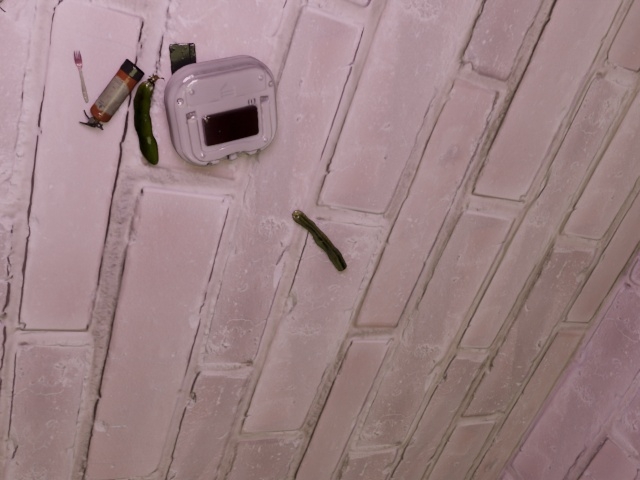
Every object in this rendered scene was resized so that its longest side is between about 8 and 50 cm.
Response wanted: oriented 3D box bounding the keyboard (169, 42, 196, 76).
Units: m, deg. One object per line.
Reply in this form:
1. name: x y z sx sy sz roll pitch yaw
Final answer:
1. keyboard: -0.307 -0.350 1.307 0.060 0.018 0.196 -6 123 -15

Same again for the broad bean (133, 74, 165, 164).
1. broad bean: -0.389 -0.270 1.288 0.069 0.039 0.227 21 131 4

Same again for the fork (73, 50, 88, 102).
1. fork: -0.507 -0.348 1.218 0.016 0.012 0.115 -9 128 -15

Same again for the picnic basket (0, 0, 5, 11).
1. picnic basket: -0.588 -0.471 1.060 0.083 0.083 0.065 44 79 5

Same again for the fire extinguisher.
1. fire extinguisher: -0.455 -0.310 1.243 0.062 0.050 0.177 42 99 4

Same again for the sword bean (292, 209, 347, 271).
1. sword bean: 0.000 -0.001 1.663 0.043 0.038 0.269 -56 130 -17

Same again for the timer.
1. timer: -0.219 -0.294 1.324 0.261 0.087 0.237 -19 128 -23
